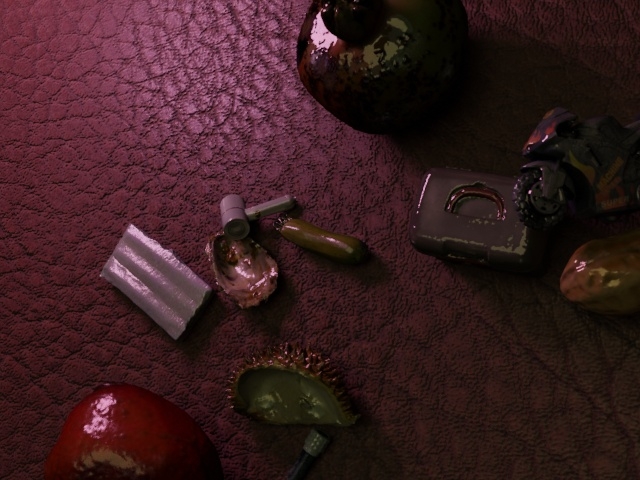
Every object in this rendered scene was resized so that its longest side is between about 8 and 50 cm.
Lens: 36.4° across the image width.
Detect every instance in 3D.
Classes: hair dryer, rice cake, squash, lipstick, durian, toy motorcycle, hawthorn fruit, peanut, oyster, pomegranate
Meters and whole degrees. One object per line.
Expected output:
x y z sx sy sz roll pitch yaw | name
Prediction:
-0.107 -0.055 1.693 0.137 0.047 0.082 -17 36 3 | hair dryer
-0.295 0.071 1.752 0.237 0.043 0.127 34 90 28 | rice cake
0.000 0.000 1.627 0.183 0.052 0.052 20 85 27 | squash
-0.028 0.354 1.550 0.037 0.037 0.116 36 96 29 | lipstick
-0.056 0.231 1.549 0.252 0.144 0.139 -6 85 21 | durian
0.398 -0.112 1.374 0.307 0.108 0.173 -10 81 -19 | toy motorcycle
-0.275 0.379 1.539 0.307 0.265 0.265 20 85 15 | hawthorn fruit
0.480 0.020 1.339 0.305 0.147 0.147 -23 67 18 | peanut
-0.142 0.046 1.680 0.177 0.056 0.105 37 81 28 | oyster
0.079 -0.315 1.513 0.285 0.340 0.285 -5 77 22 | pomegranate

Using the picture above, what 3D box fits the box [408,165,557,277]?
0.250 -0.026 1.471 0.210 0.129 0.148 11 80 28 | box
